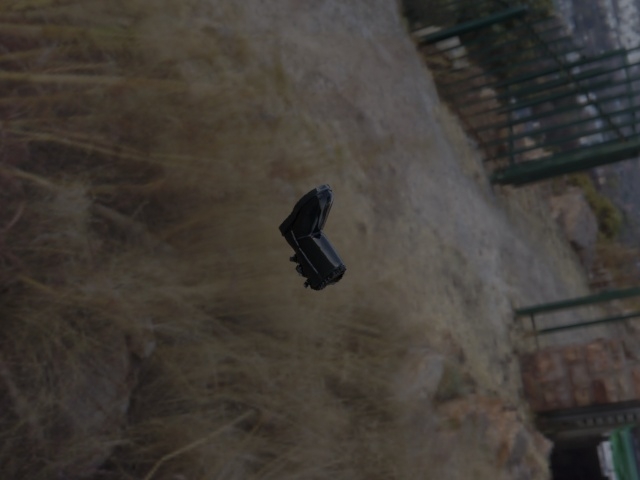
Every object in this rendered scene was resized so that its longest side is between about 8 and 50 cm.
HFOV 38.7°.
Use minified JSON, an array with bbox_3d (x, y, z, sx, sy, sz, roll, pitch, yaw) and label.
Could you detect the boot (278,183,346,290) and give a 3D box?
[{"bbox_3d":[0.000,0.000,1.123,0.045,0.121,0.099,-18,70,-38],"label":"boot"}]
